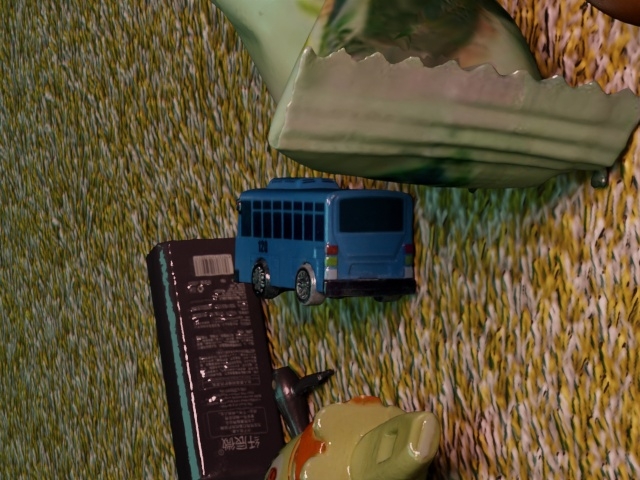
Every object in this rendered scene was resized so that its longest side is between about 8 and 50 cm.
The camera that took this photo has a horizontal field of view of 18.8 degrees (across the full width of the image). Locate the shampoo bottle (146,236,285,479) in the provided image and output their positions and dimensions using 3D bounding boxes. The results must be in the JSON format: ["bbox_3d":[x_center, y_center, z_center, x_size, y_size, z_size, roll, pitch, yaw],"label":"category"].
[{"bbox_3d":[-0.093,0.151,1.818,0.071,0.098,0.309,141,122,-59],"label":"shampoo bottle"}]

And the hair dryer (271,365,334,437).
[{"bbox_3d":[-0.010,0.143,1.737,0.083,0.031,0.079,-36,71,51],"label":"hair dryer"}]

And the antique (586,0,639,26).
[{"bbox_3d":[0.208,-0.233,1.128,0.278,0.129,0.223,63,143,36],"label":"antique"}]

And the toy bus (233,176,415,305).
[{"bbox_3d":[0.000,0.000,1.626,0.185,0.090,0.106,5,96,62],"label":"toy bus"}]

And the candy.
[{"bbox_3d":[0.016,-0.163,1.381,0.398,0.263,0.172,57,131,46],"label":"candy"}]

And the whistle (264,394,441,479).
[{"bbox_3d":[0.025,0.191,1.558,0.288,0.106,0.131,135,154,-62],"label":"whistle"}]
